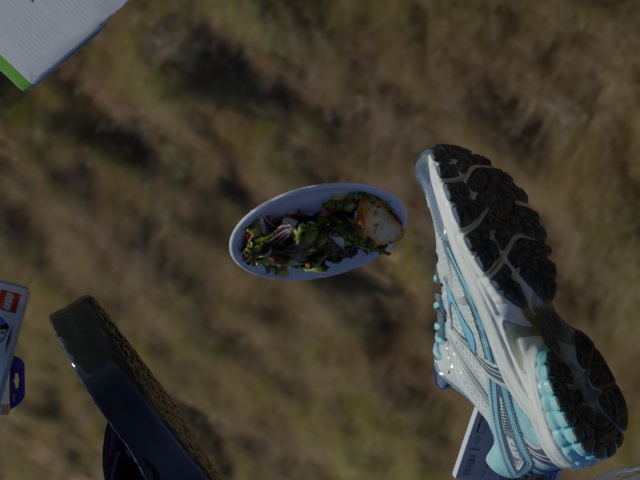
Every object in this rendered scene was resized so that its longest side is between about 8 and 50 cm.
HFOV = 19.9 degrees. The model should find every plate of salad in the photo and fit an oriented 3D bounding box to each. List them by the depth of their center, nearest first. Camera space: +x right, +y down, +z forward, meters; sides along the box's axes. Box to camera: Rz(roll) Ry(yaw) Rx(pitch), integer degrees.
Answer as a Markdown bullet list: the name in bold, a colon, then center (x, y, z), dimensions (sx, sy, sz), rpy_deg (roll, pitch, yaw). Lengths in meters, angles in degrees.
- **plate of salad**: center (0.000, 0.000, 1.995), dimensions (0.200, 0.048, 0.200), rpy_deg (-9, 151, -5)

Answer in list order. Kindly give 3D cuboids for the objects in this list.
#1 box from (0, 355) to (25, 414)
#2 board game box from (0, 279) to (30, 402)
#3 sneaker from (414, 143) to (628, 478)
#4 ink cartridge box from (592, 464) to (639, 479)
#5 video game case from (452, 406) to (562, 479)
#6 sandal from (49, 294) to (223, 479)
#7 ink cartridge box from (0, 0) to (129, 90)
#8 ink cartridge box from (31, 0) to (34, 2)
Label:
- **box**: center (-0.379, 0.143, 1.912), dimensions (0.136, 0.081, 0.028), rpy_deg (-1, 148, -10)
- **board game box**: center (-0.341, 0.179, 1.640), dimensions (0.053, 0.305, 0.193), rpy_deg (16, 175, -20)
- **sneaker**: center (0.126, 0.062, 1.449), dimensions (0.122, 0.283, 0.110), rpy_deg (-30, 168, 36)
- **ink cartridge box**: center (0.248, 0.279, 1.668), dimensions (0.115, 0.198, 0.067), rpy_deg (-19, 101, 58)
- **video game case**: center (0.210, 0.224, 1.964), dimensions (0.122, 0.087, 0.011), rpy_deg (10, -161, -19)
- **sandal**: center (-0.144, 0.219, 1.595), dimensions (0.167, 0.107, 0.445), rpy_deg (54, 175, 48)
- **ink cartridge box**: center (-0.261, -0.292, 1.766), dimensions (0.255, 0.097, 0.189), rpy_deg (-34, 112, 32)
- **ink cartridge box**: center (-0.306, -0.329, 1.530), dimensions (0.224, 0.056, 0.181), rpy_deg (47, -168, -42)
